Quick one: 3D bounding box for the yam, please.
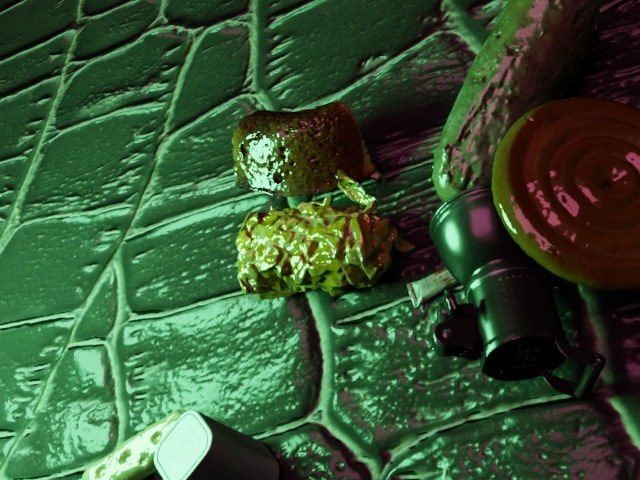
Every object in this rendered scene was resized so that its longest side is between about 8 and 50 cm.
[{"bbox_3d":[0.248,-0.187,1.295,0.133,0.133,0.330,21,79,44],"label":"yam"}]

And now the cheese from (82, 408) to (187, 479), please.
[{"bbox_3d":[-0.253,0.303,1.392,0.194,0.043,0.065,-36,41,15],"label":"cheese"}]

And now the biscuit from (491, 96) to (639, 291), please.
[{"bbox_3d":[0.319,-0.062,1.116,0.261,0.037,0.262,1,58,-2],"label":"biscuit"}]

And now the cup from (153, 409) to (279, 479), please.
[{"bbox_3d":[-0.140,0.295,1.252,0.128,0.129,0.095,-51,38,1],"label":"cup"}]

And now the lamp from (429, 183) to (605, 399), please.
[{"bbox_3d":[0.204,0.066,1.125,0.172,0.147,0.227,-2,53,-4],"label":"lamp"}]

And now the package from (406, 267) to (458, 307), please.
[{"bbox_3d":[0.161,0.047,1.271,0.110,0.015,0.037,-29,56,17],"label":"package"}]

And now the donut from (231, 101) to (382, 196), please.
[{"bbox_3d":[-0.026,-0.127,1.434,0.144,0.126,0.186,-25,22,-33],"label":"donut"}]

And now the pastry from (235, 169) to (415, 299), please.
[{"bbox_3d":[0.000,0.000,1.363,0.250,0.102,0.154,-10,59,33],"label":"pastry"}]
